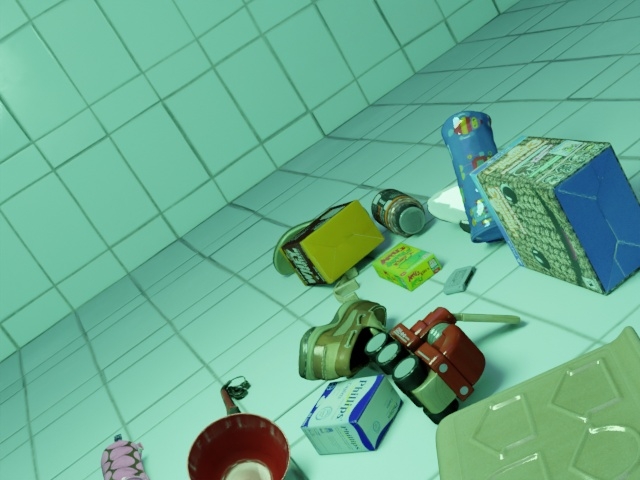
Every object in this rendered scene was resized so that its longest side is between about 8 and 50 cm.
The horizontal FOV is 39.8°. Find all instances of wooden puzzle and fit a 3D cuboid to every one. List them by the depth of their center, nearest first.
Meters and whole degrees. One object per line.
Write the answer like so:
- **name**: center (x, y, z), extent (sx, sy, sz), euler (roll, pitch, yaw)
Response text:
- **wooden puzzle**: center (0.322, 0.292, 1.203), extent (0.347, 0.080, 0.322), euler (-32, 17, 15)

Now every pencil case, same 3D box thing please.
- **pencil case**: center (-0.407, 0.490, 1.855), extent (0.098, 0.095, 0.209), euler (-20, 17, -14)
- **pencil case**: center (0.356, -0.140, 1.965), extent (0.119, 0.306, 0.133), euler (-11, -23, -2)

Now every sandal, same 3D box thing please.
- **sandal**: center (0.000, -0.002, 2.446), extent (0.302, 0.120, 0.086), euler (-30, 32, 5)

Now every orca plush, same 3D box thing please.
- **orca plush**: center (0.400, -0.105, 2.076), extent (0.287, 0.151, 0.102), euler (-26, -13, 26)

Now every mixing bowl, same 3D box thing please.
- **mixing bowl**: center (-0.136, 0.406, 1.557), extent (0.181, 0.098, 0.181), euler (-4, 47, 4)

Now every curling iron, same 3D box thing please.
- **curling iron**: center (-0.176, 0.360, 1.897), extent (0.068, 0.035, 0.274), euler (-32, 18, 0)

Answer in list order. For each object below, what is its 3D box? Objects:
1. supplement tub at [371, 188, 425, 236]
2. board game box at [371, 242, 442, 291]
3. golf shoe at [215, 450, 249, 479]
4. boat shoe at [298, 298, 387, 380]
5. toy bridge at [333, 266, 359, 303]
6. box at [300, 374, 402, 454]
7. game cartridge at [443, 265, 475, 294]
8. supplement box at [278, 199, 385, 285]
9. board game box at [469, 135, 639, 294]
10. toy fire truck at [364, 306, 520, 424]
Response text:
- **supplement tub**: center (0.206, -0.071, 2.291), extent (0.106, 0.106, 0.198), euler (-34, 17, -5)
- **board game box**: center (0.198, 0.059, 2.060), extent (0.092, 0.043, 0.181), euler (-36, 18, -11)
- **golf shoe**: center (-0.161, 0.438, 1.656), extent (0.176, 0.069, 0.086), euler (-38, -3, -25)
- **boat shoe**: center (0.072, 0.204, 1.744), extent (0.119, 0.123, 0.324), euler (5, 16, 25)
- **toy bridge**: center (0.062, 0.117, 2.160), extent (0.063, 0.026, 0.188), euler (-30, 17, 11)
- **box**: center (0.056, 0.312, 1.582), extent (0.137, 0.072, 0.126), euler (-16, 24, 40)
- **game cartridge**: center (0.293, 0.085, 1.881), extent (0.056, 0.017, 0.083), euler (-13, 26, 38)
- **supplement box**: center (0.026, 0.009, 2.291), extent (0.191, 0.129, 0.194), euler (-38, 9, -19)
- **board game box**: center (0.448, -0.056, 1.646), extent (0.141, 0.232, 0.291), euler (-35, 17, -10)
- **toy fire truck**: center (0.236, 0.184, 1.548), extent (0.246, 0.158, 0.217), euler (-44, 18, -4)
